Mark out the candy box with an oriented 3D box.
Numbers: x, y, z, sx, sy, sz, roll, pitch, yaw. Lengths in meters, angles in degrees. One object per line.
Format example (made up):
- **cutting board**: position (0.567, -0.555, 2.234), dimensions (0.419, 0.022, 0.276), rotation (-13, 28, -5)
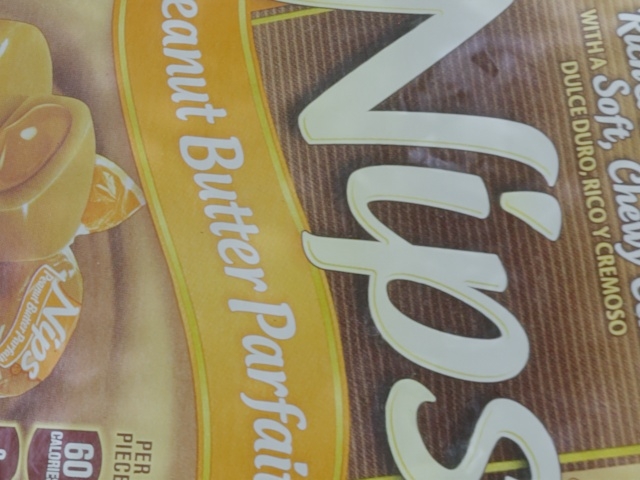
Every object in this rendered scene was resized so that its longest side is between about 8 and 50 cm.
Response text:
- **candy box**: position (0.000, 0.000, 0.372), dimensions (0.317, 0.087, 0.182), rotation (1, 77, 12)
